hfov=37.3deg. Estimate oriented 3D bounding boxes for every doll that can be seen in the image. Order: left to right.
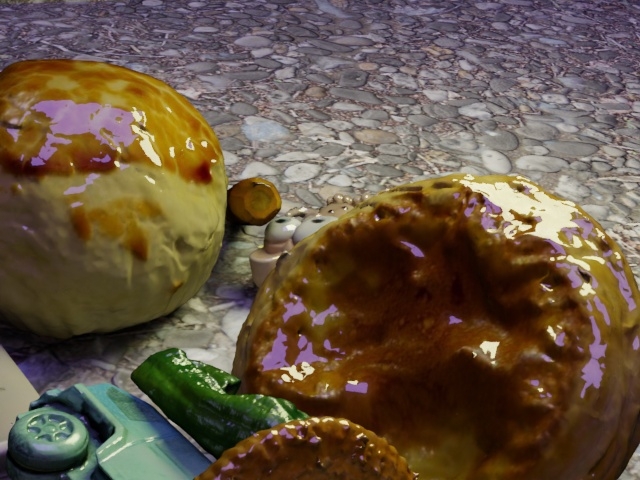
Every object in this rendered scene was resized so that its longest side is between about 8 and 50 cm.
[{"bbox_3d":[0.002,0.000,1.339,0.154,0.119,0.278,-3,21,14],"label":"doll"}]

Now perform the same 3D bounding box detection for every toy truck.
[{"bbox_3d":[-0.172,0.247,0.828,0.156,0.155,0.279,-12,32,-43],"label":"toy truck"}]

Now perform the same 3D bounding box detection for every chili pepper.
[{"bbox_3d":[-0.076,0.166,0.870,0.253,0.083,0.099,23,-1,38],"label":"chili pepper"}]

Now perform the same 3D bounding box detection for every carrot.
[{"bbox_3d":[-0.106,-0.053,1.353,0.070,0.070,0.260,-1,1,-11],"label":"carrot"}]

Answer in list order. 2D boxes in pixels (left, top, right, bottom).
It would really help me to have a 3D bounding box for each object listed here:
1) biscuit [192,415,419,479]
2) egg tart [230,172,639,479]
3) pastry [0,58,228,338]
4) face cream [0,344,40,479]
[{"bbox_3d":[-0.017,0.262,0.730,0.254,0.253,0.035,-11,10,-27],"label":"biscuit"},{"bbox_3d":[0.116,0.137,0.947,0.443,0.178,0.443,-16,55,24],"label":"egg tart"},{"bbox_3d":[-0.300,-0.070,1.207,0.389,0.312,0.388,5,33,-3],"label":"pastry"},{"bbox_3d":[-0.415,0.156,1.016,0.174,0.081,0.348,-16,36,-34],"label":"face cream"}]
